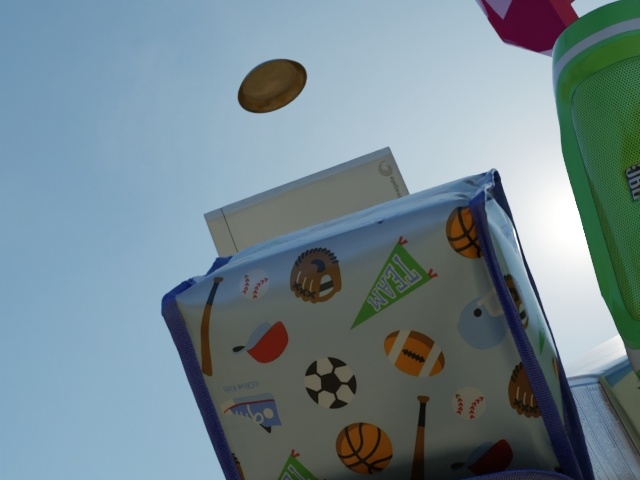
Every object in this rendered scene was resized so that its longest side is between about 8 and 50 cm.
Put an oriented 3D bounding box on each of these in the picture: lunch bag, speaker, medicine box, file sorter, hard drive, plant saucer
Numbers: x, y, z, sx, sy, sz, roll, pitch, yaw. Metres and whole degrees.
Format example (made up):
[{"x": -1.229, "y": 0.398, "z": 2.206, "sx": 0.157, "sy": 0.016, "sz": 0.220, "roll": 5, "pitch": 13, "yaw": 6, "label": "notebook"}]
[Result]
[{"x": 0.075, "y": 0.168, "z": 0.988, "sx": 0.327, "sy": 0.385, "sz": 0.239, "roll": -16, "pitch": 7, "yaw": 17, "label": "lunch bag"}, {"x": 0.265, "y": -0.033, "z": 0.786, "sx": 0.131, "sy": 0.297, "sz": 0.131, "roll": -9, "pitch": -21, "yaw": -4, "label": "speaker"}, {"x": 0.406, "y": 0.166, "z": 1.173, "sx": 0.263, "sy": 0.149, "sz": 0.289, "roll": -26, "pitch": -6, "yaw": -11, "label": "medicine box"}, {"x": 0.250, "y": -0.378, "z": 1.182, "sx": 0.182, "sy": 0.202, "sz": 0.291, "roll": -43, "pitch": -63, "yaw": -3, "label": "file sorter"}, {"x": 0.000, "y": 0.000, "z": 1.813, "sx": 0.353, "sy": 0.233, "sz": 0.047, "roll": -20, "pitch": -15, "yaw": -6, "label": "hard drive"}, {"x": -0.056, "y": -0.175, "z": 1.150, "sx": 0.083, "sy": 0.015, "sz": 0.083, "roll": -19, "pitch": -30, "yaw": -12, "label": "plant saucer"}]
